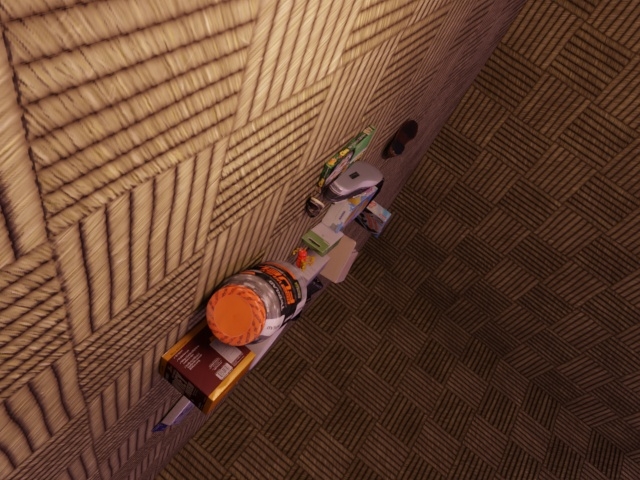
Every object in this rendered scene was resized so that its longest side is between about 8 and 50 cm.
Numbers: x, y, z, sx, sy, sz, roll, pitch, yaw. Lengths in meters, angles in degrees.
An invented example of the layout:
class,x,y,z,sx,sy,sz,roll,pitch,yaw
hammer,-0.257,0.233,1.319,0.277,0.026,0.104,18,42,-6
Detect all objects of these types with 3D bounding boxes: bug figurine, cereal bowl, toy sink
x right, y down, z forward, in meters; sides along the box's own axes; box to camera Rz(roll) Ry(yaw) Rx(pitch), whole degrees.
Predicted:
class,x,y,z,sx,sy,sz,roll,pitch,yaw
bug figurine,-0.130,0.145,1.877,0.279,0.072,0.216,-31,138,-56
cereal bowl,-0.255,0.383,2.065,0.338,0.141,0.339,-52,174,-8
toy sink,0.086,0.071,2.385,0.234,0.153,0.131,-65,160,13

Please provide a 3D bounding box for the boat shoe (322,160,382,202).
class,x,y,z,sx,sy,sz,roll,pitch,yaw
boat shoe,0.116,-0.200,1.725,0.306,0.113,0.105,-36,169,-51

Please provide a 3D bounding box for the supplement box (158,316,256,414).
class,x,y,z,sx,sy,sz,roll,pitch,yaw
supplement box,-0.338,0.369,1.428,0.191,0.194,0.129,-44,169,-40

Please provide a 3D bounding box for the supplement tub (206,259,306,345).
class,x,y,z,sx,sy,sz,roll,pitch,yaw
supplement tub,-0.183,0.181,1.420,0.207,0.207,0.338,-54,172,16

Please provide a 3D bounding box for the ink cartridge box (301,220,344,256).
class,x,y,z,sx,sy,sz,roll,pitch,yaw
ink cartridge box,0.000,0.000,1.947,0.209,0.109,0.062,-39,164,-55

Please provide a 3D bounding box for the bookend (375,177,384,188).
class,x,y,z,sx,sy,sz,roll,pitch,yaw
bookend,0.220,-0.228,2.273,0.157,0.072,0.156,-49,170,-13

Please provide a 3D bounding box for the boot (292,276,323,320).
class,x,y,z,sx,sy,sz,roll,pitch,yaw
boot,-0.101,0.280,2.447,0.260,0.131,0.348,-48,171,0

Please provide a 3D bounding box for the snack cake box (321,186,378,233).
class,x,y,z,sx,sy,sz,roll,pitch,yaw
snack cake box,0.126,-0.153,2.041,0.264,0.089,0.152,-40,165,-52

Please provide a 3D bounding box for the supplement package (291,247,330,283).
class,x,y,z,sx,sy,sz,roll,pitch,yaw
supplement package,-0.057,0.122,2.168,0.179,0.105,0.105,-44,168,-38

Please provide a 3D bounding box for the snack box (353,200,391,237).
class,x,y,z,sx,sy,sz,roll,pitch,yaw
snack box,0.260,-0.127,2.506,0.060,0.187,0.322,-50,171,-12

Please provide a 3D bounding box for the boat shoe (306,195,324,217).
class,x,y,z,sx,sy,sz,roll,pitch,yaw
boat shoe,-0.021,-0.105,1.585,0.049,0.056,0.152,-56,172,-7

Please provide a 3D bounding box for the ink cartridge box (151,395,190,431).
class,x,y,z,sx,sy,sz,roll,pitch,yaw
ink cartridge box,-0.608,0.742,2.060,0.224,0.045,0.223,-48,171,-18

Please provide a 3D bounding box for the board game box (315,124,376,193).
class,x,y,z,sx,sy,sz,roll,pitch,yaw
board game box,0.082,-0.265,1.555,0.259,0.030,0.136,-45,167,-35

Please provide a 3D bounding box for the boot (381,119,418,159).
class,x,y,z,sx,sy,sz,roll,pitch,yaw
boot,0.346,-0.445,2.116,0.219,0.082,0.106,-52,-166,-26
